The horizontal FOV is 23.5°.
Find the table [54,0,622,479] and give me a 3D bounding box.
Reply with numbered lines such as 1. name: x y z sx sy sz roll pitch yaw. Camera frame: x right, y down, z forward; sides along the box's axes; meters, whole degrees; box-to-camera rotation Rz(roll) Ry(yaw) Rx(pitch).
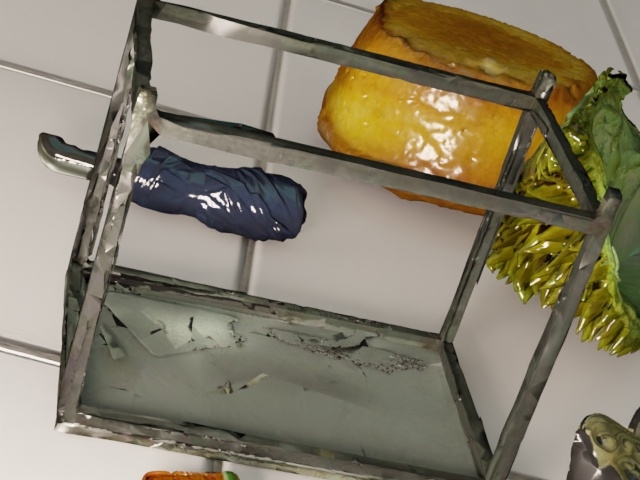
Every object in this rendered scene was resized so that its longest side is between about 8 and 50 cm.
1. table: 0.000 0.000 1.135 0.335 0.272 0.222 12 28 -13

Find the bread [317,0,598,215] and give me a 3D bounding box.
1. bread: 0.149 -0.136 1.598 0.312 0.172 0.312 13 25 -6

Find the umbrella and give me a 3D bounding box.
1. umbrella: -0.135 -0.047 1.388 0.248 0.071 0.071 10 27 -8

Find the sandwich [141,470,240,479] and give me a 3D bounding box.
1. sandwich: -0.088 0.179 1.017 0.069 0.026 0.101 14 24 0

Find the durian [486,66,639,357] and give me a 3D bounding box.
1. durian: 0.252 -0.018 1.347 0.163 0.198 0.394 43 -4 27

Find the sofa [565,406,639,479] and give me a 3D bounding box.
1. sofa: 0.254 0.233 0.939 0.182 0.200 0.258 -9 36 -39
